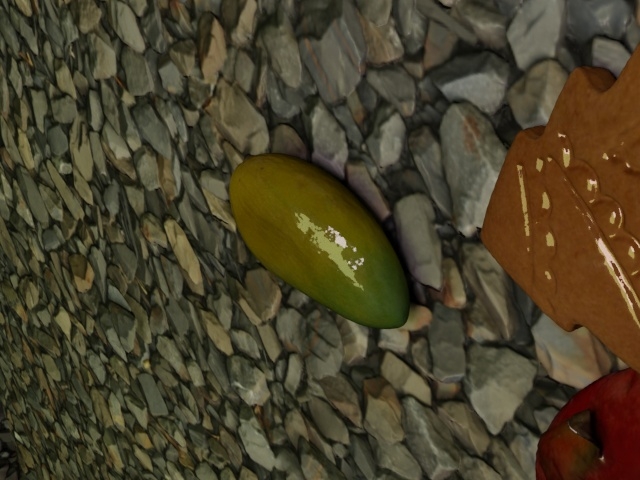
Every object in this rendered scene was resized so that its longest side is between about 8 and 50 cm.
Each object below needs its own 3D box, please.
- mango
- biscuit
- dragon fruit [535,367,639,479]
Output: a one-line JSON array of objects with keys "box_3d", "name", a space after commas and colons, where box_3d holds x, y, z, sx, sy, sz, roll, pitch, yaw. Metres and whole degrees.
[{"box_3d": [-0.001, -0.006, 0.943, 0.237, 0.091, 0.137, 30, 140, 30], "name": "mango"}, {"box_3d": [0.220, -0.010, 0.662, 0.306, 0.043, 0.283, -9, 98, 58], "name": "biscuit"}, {"box_3d": [0.295, 0.215, 0.696, 0.344, 0.100, 0.282, 26, 127, 41], "name": "dragon fruit"}]
